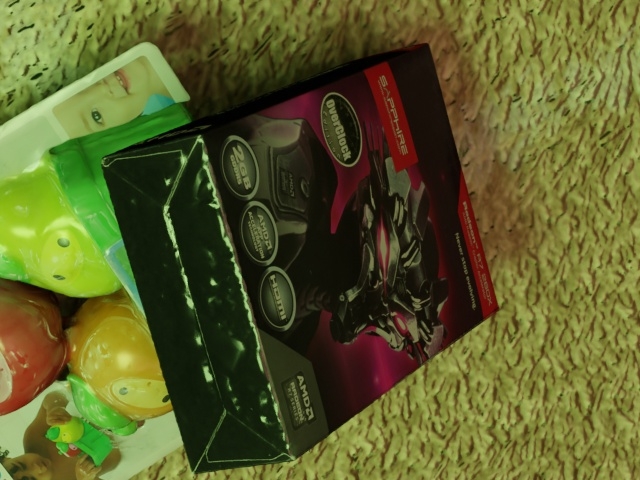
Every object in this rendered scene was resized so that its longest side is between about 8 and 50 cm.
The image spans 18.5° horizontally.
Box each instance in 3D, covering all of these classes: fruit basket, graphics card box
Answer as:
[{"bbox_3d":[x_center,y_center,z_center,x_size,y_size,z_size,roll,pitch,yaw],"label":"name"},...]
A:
[{"bbox_3d":[-0.199,0.065,1.499,0.353,0.165,0.327,-33,121,-6],"label":"fruit basket"},{"bbox_3d":[0.000,0.000,1.448,0.371,0.094,0.233,-27,104,-58],"label":"graphics card box"}]
